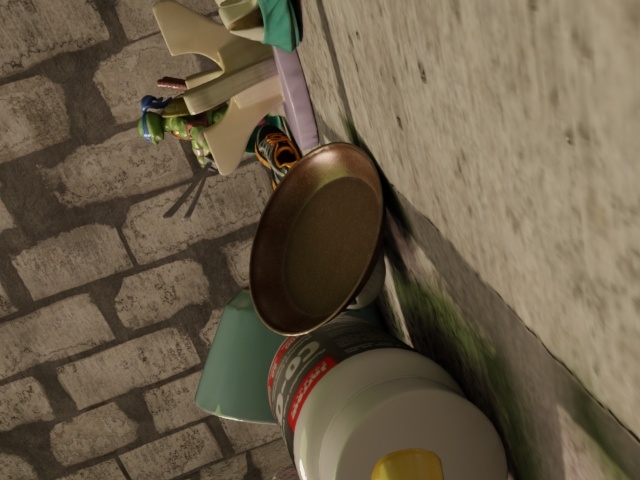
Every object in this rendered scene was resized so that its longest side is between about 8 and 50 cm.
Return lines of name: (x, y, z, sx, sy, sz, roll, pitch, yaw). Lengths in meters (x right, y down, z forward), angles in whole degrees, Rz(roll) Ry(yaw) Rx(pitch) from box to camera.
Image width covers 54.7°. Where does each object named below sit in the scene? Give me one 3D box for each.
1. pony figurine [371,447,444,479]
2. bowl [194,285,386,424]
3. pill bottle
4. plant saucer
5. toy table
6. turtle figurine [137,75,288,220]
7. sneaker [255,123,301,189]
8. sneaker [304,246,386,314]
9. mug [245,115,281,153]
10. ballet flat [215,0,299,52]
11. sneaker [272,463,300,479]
pony figurine: (0.098, 0.343, 0.296, 0.364, 0.302, 0.351, -99, 6, -49)
bowl: (-0.028, 0.150, 0.914, 0.311, 0.311, 0.163, -172, 82, -85)
pill bottle: (0.044, 0.169, 0.583, 0.283, 0.161, 0.161, -171, 61, -78)
plant saucer: (0.000, 0.000, 0.618, 0.036, 0.199, 0.199, 21, -149, -36)
toy table: (-0.118, -0.241, 0.890, 0.252, 0.160, 0.275, -129, 18, -78)
turtle figurine: (-0.163, -0.162, 1.082, 0.198, 0.266, 0.275, 81, 169, -69)
sneaker: (-0.080, -0.183, 1.294, 0.083, 0.084, 0.215, 95, 156, -47)
sneaker: (0.035, 0.045, 0.741, 0.153, 0.094, 0.235, 63, 172, -30)
mug: (-0.155, -0.264, 1.447, 0.097, 0.129, 0.158, -112, 3, -67)
ballet flat: (-0.070, -0.263, 0.651, 0.247, 0.087, 0.083, 102, 148, -83)
sneaker: (0.067, 0.386, 0.779, 0.366, 0.137, 0.210, 34, -134, -55)
